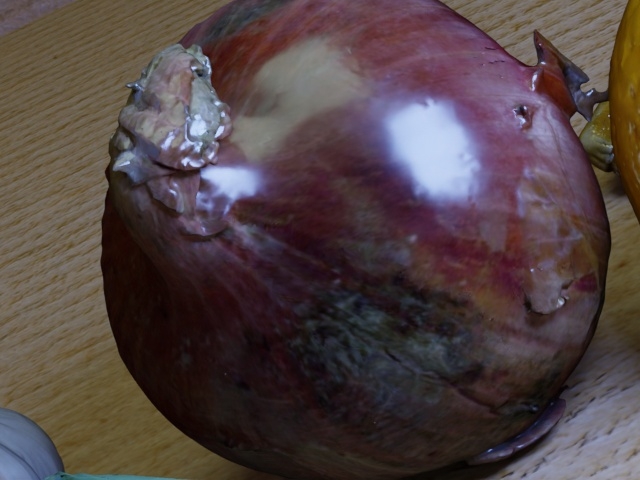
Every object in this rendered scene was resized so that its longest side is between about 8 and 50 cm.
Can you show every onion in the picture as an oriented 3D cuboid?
[{"bbox_3d":[0.024,-0.009,1.255,0.354,0.353,0.353,-21,21,9],"label":"onion"}]

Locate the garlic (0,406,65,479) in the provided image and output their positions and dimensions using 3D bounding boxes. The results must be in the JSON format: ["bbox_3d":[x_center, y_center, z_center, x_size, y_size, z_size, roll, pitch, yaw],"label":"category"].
[{"bbox_3d":[-0.260,0.188,1.360,0.229,0.178,0.143,24,18,41],"label":"garlic"}]

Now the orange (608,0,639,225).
[{"bbox_3d":[0.337,-0.106,1.167,0.341,0.293,0.340,-21,20,8],"label":"orange"}]

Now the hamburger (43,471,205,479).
[{"bbox_3d":[-0.111,0.211,1.108,0.260,0.150,0.276,-36,23,-30],"label":"hamburger"}]

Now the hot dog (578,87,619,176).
[{"bbox_3d":[0.285,-0.128,1.570,0.102,0.076,0.249,-31,18,40],"label":"hot dog"}]
